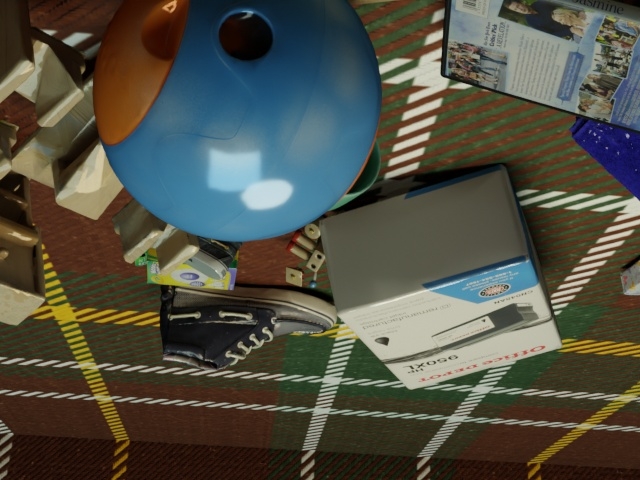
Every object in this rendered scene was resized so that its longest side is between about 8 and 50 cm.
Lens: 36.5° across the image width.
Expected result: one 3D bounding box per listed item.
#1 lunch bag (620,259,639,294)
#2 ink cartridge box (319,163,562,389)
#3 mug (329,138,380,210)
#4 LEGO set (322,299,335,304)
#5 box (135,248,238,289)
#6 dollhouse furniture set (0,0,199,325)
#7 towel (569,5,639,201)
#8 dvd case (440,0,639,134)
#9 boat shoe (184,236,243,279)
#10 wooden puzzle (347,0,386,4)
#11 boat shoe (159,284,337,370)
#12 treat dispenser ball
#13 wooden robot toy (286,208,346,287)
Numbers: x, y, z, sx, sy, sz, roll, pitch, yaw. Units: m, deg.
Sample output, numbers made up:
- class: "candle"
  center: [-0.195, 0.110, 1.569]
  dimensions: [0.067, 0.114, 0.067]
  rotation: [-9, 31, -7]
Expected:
- class: "lunch bag"
  center: [0.568, 0.064, 1.655]
  dimensions: [0.083, 0.053, 0.071]
  rotation: [0, 159, -16]
- class: "ink cartridge box"
  center: [0.204, 0.076, 1.524]
  dimensions: [0.285, 0.166, 0.395]
  rotation: [-17, 152, 13]
- class: "mug"
  center: [-0.013, -0.100, 1.238]
  dimensions: [0.157, 0.129, 0.097]
  rotation: [-11, 170, -34]
- class: "LEGO set"
  center: [0.008, 0.141, 1.909]
  dimensions: [0.054, 0.023, 0.083]
  rotation: [-1, 155, 8]
- class: "box"
  center: [-0.236, 0.044, 1.698]
  dimensions: [0.179, 0.043, 0.105]
  rotation: [7, 155, -5]
- class: "dollhouse furniture set"
  center: [-0.340, -0.114, 1.233]
  dimensions: [0.394, 0.256, 0.362]
  rotation: [-37, 139, 25]
- class: "towel"
  center: [0.394, -0.133, 1.049]
  dimensions: [0.076, 0.228, 0.308]
  rotation: [-33, 163, -17]
- class: "dvd case"
  center: [0.245, -0.186, 0.973]
  dimensions: [0.253, 0.022, 0.180]
  rotation: [18, 159, 12]
- class: "boat shoe"
  center: [-0.214, -0.014, 1.551]
  dimensions: [0.183, 0.083, 0.065]
  rotation: [30, 154, 4]
- class: "wooden puzzle"
  center: [0.092, -0.305, 0.905]
  dimensions: [0.238, 0.044, 0.221]
  rotation: [1, 156, 13]
- class: "boat shoe"
  center: [-0.140, 0.174, 1.819]
  dimensions: [0.340, 0.158, 0.127]
  rotation: [9, 155, -8]
- class: "treat dispenser ball"
  center: [-0.081, -0.142, 0.971]
  dimensions: [0.288, 0.288, 0.288]
  rotation: [2, 156, 1]
- class: "wooden robot toy"
  center: [0.000, 0.000, 1.568]
  dimensions: [0.076, 0.079, 0.173]
  rotation: [37, 130, 6]
